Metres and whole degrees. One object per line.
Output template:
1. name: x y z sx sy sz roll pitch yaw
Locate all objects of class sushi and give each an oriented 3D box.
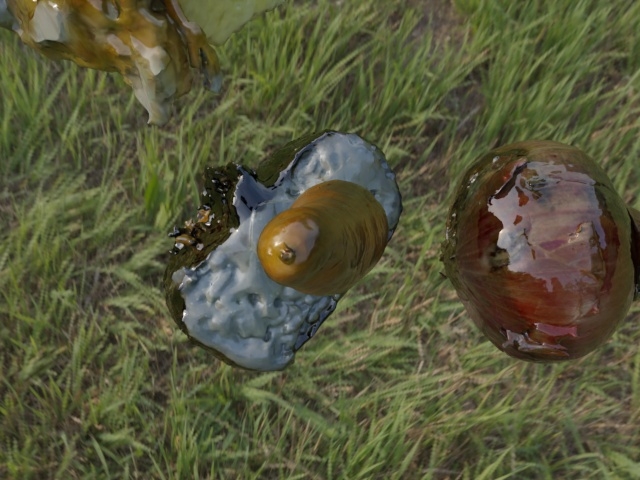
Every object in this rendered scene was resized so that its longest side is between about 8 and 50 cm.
1. sushi: -0.066 -0.010 1.140 0.348 0.207 0.234 -45 114 -6

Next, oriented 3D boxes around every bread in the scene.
1. bread: -0.090 -0.148 0.409 0.152 0.127 0.147 17 44 31

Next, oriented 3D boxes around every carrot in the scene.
1. carrot: 0.000 0.000 0.430 0.061 0.209 0.061 0 94 6

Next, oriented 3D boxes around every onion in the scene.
1. onion: 0.318 0.021 1.308 0.353 0.354 0.354 3 68 -6
